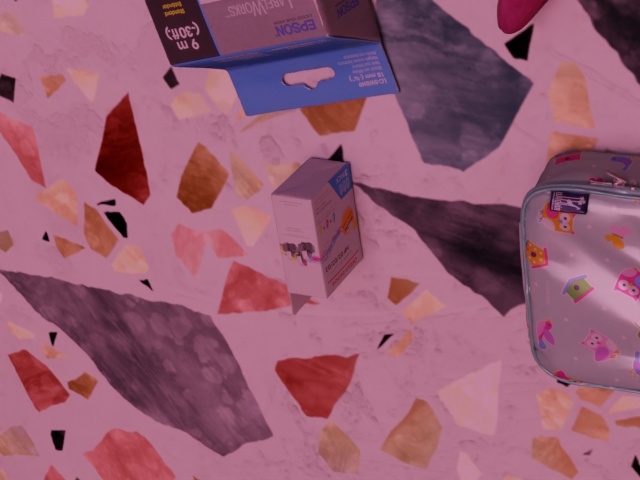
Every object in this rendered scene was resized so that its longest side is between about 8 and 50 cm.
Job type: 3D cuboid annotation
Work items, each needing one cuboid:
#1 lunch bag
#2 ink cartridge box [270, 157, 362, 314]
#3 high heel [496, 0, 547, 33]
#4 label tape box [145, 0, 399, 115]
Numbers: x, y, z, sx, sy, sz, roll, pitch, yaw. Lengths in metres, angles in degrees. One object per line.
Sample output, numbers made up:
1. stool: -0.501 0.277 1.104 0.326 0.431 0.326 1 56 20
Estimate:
1. lunch bag: 0.342 0.037 1.440 0.224 0.108 0.279 9 124 28
2. ink cartridge box: 0.000 0.000 1.638 0.061 0.104 0.181 9 124 28
3. high heel: 0.268 -0.290 1.291 0.117 0.082 0.244 39 120 18
4. label tape box: -0.078 -0.288 1.498 0.241 0.106 0.333 -5 116 35
